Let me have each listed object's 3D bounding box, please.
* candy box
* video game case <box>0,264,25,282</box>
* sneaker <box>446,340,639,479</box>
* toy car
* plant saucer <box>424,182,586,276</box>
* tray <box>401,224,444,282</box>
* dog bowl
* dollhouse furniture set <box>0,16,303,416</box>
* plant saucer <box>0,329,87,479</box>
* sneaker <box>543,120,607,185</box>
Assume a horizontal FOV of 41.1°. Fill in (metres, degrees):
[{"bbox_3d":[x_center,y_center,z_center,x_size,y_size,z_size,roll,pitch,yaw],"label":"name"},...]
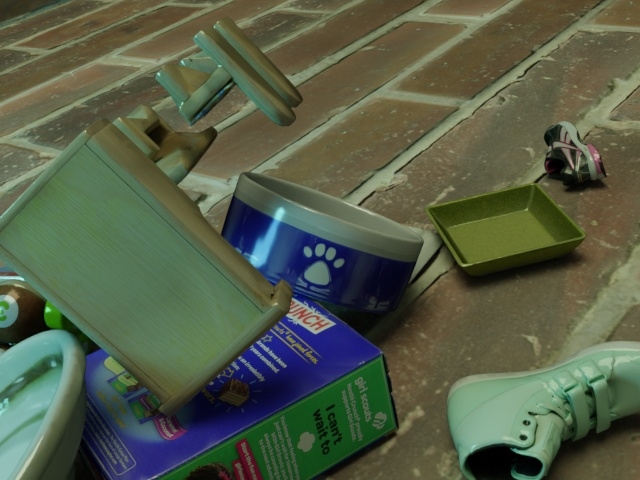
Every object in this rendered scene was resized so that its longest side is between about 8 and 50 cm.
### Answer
[{"bbox_3d":[-0.117,0.185,0.989,0.317,0.122,0.268,-26,32,-23],"label":"candy box"},{"bbox_3d":[-0.362,0.040,1.304,0.204,0.025,0.285,0,9,17],"label":"video game case"},{"bbox_3d":[0.261,0.192,0.883,0.256,0.094,0.151,-15,23,12],"label":"sneaker"},{"bbox_3d":[-0.419,0.160,1.126,0.155,0.149,0.188,8,45,10],"label":"toy car"},{"bbox_3d":[0.271,-0.010,1.276,0.188,0.045,0.188,-13,30,-5],"label":"plant saucer"},{"bbox_3d":[0.047,0.001,1.344,0.270,0.030,0.145,10,35,31],"label":"tray"},{"bbox_3d":[0.000,0.000,1.156,0.265,0.104,0.265,19,8,-3],"label":"dog bowl"},{"bbox_3d":[-0.169,-0.026,0.990,0.362,0.256,0.394,-42,12,14],"label":"dollhouse furniture set"},{"bbox_3d":[-0.354,0.272,0.848,0.400,0.100,0.400,-36,24,19],"label":"plant saucer"},{"bbox_3d":[0.409,-0.146,1.445,0.077,0.072,0.178,-22,24,2],"label":"sneaker"}]
